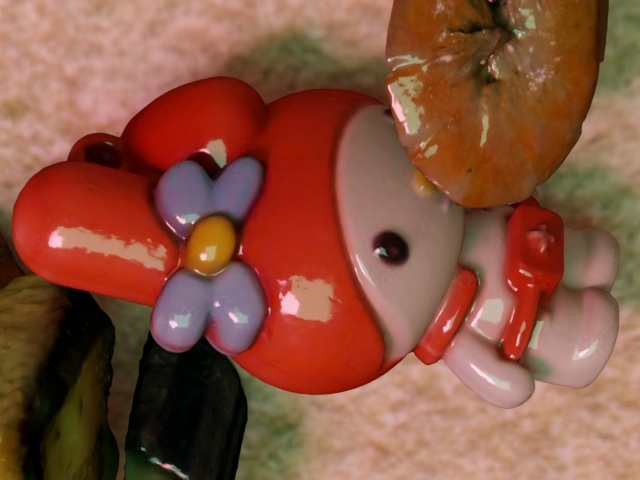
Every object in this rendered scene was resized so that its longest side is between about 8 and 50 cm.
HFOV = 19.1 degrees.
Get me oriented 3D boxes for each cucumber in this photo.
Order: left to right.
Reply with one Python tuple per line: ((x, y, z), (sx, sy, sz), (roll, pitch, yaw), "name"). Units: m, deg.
((-0.074, 0.123, 1.004), (0.062, 0.115, 0.116), (8, 121, 2), "cucumber")

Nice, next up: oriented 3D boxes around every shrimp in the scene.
((0.087, -0.121, 0.868), (0.115, 0.051, 0.217), (16, 85, -39), "shrimp")

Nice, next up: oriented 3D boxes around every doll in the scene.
((0.000, 0.000, 0.915), (0.290, 0.161, 0.130), (15, 144, -11), "doll")

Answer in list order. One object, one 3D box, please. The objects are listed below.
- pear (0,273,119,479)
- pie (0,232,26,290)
((-0.232, 0.131, 0.928), (0.255, 0.164, 0.238), (3, 123, 3), "pear")
((-0.264, 0.076, 1.023), (0.273, 0.069, 0.273), (1, 117, 1), "pie")
